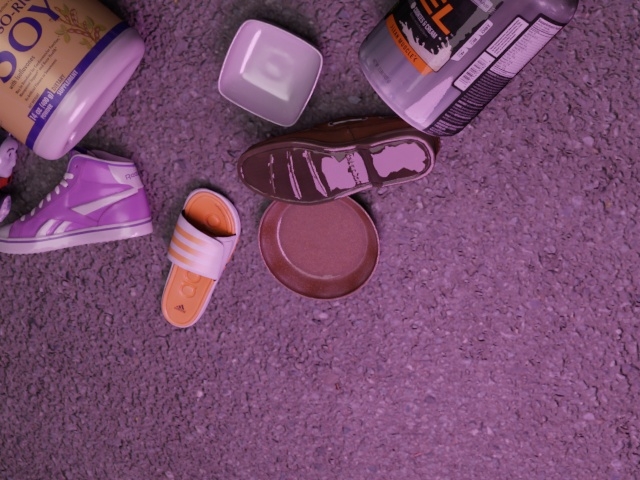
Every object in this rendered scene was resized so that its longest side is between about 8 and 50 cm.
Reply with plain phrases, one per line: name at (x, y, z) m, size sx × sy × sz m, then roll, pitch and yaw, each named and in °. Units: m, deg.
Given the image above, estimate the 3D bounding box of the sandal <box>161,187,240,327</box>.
sandal at (-0.204, 0.044, 2.158) m, size 0.102 × 0.076 × 0.265 m, roll 20°, pitch 117°, yaw 4°

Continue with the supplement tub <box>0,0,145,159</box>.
supplement tub at (-0.455, -0.305, 1.969) m, size 0.331 × 0.241 × 0.241 m, roll 38°, pitch 117°, yaw -5°

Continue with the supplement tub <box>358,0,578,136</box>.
supplement tub at (0.217, -0.309, 1.827) m, size 0.193 × 0.193 × 0.316 m, roll 41°, pitch 116°, yaw -6°

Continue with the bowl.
bowl at (-0.071, -0.259, 2.000) m, size 0.142 × 0.053 × 0.142 m, roll 26°, pitch 118°, yaw 1°

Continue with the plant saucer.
plant saucer at (0.000, 0.000, 2.110) m, size 0.199 × 0.036 × 0.198 m, roll 6°, pitch 115°, yaw 12°

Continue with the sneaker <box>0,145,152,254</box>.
sneaker at (-0.414, -0.069, 2.159) m, size 0.282 × 0.102 × 0.161 m, roll -10°, pitch 100°, yaw 15°

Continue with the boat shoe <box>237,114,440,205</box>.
boat shoe at (0.031, -0.128, 2.010) m, size 0.307 × 0.104 × 0.110 m, roll -3°, pitch 122°, yaw 13°

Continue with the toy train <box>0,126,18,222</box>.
toy train at (-0.650, -0.143, 2.156) m, size 0.334 × 0.142 × 0.190 m, roll 20°, pitch 107°, yaw 6°
